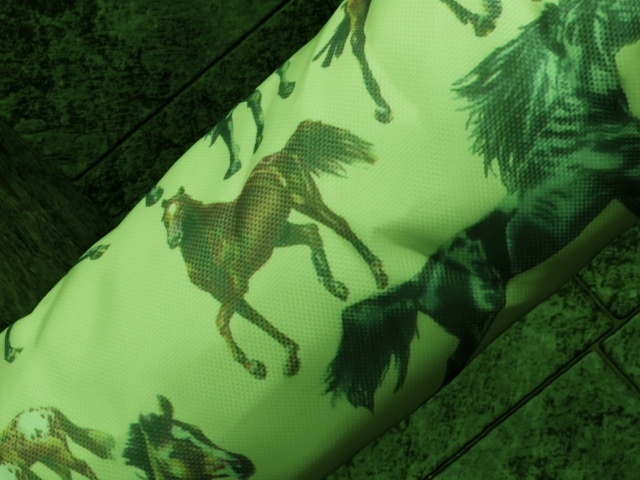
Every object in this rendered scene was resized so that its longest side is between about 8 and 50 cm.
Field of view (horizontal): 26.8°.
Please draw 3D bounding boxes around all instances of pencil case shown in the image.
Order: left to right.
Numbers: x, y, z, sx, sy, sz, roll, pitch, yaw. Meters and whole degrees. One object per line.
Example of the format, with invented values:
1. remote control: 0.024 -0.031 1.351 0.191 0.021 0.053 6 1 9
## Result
1. pencil case: 0.000 0.000 0.601 0.160 0.410 0.183 40 15 -28
